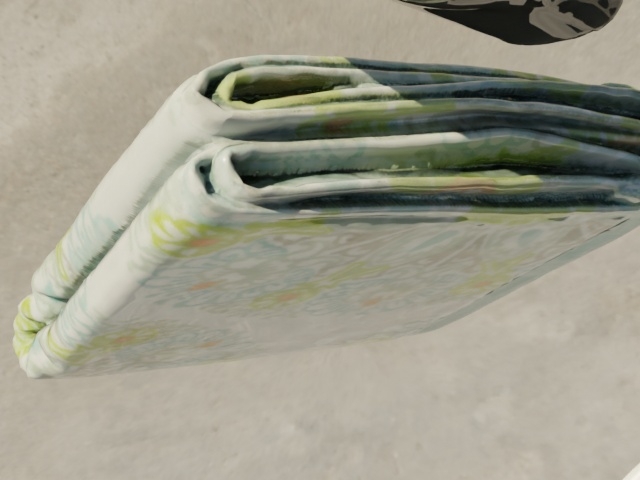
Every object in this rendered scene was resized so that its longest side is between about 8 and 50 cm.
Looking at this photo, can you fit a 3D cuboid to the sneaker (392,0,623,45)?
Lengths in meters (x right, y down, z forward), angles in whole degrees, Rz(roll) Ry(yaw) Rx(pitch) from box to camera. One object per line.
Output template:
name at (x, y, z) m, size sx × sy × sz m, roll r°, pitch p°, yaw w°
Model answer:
sneaker at (0.015, -0.140, 0.443) m, size 0.222 × 0.118 × 0.083 m, roll 40°, pitch 108°, yaw 36°

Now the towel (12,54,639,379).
towel at (0.000, 0.000, 0.676) m, size 0.320 × 0.374 × 0.090 m, roll -2°, pitch 71°, yaw -29°

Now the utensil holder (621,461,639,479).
utensil holder at (0.381, 0.330, 0.732) m, size 0.327 × 0.385 × 0.328 m, roll -17°, pitch 53°, yaw 25°
